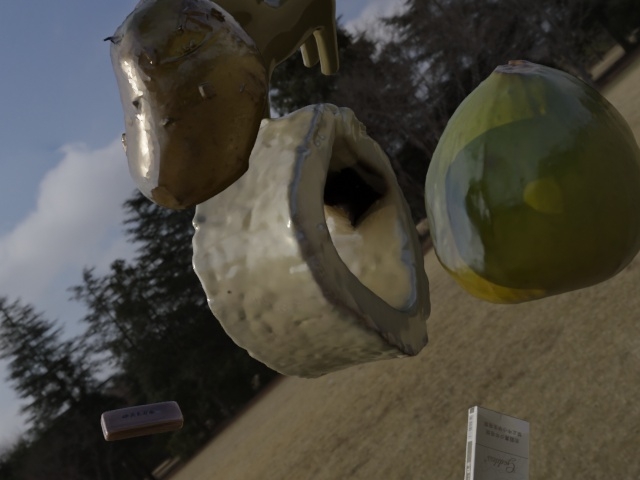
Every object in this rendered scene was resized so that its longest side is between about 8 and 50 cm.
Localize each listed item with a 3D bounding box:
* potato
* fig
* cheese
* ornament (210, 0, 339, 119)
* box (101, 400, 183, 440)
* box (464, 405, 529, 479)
[{"bbox_3d":[-0.108,-0.116,0.587,0.137,0.176,0.137,1,19,0],"label":"potato"},{"bbox_3d":[0.309,-0.084,1.028,0.343,0.343,0.343,-39,-3,-2],"label":"fig"},{"bbox_3d":[-0.003,-0.002,0.809,0.153,0.292,0.332,-17,-25,22],"label":"cheese"},{"bbox_3d":[-0.066,-0.226,0.778,0.230,0.061,0.245,-50,-25,-23],"label":"ornament"},{"bbox_3d":[-0.265,0.267,1.043,0.115,0.025,0.048,-4,24,-25],"label":"box"},{"bbox_3d":[0.282,0.375,1.123,0.029,0.109,0.198,133,152,-57],"label":"box"}]
